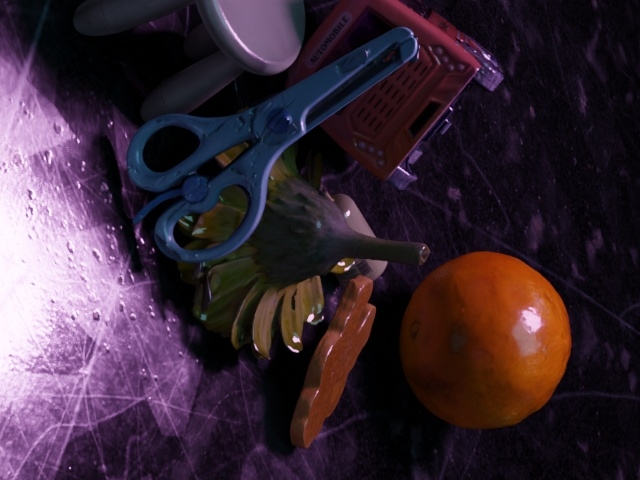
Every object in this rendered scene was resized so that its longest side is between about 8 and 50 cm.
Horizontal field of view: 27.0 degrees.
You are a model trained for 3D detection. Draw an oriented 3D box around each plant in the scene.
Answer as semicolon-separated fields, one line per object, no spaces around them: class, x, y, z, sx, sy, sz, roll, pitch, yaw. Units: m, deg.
plant;-0.046;0.012;1.617;0.261;0.297;0.306;-29;130;-13

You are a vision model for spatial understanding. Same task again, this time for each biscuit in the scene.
biscuit;0.015;0.164;1.757;0.236;0.040;0.144;-61;154;-27

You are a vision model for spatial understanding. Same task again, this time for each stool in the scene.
stool;-0.150;-0.268;1.582;0.195;0.198;0.195;56;37;-29

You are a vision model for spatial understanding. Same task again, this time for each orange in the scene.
orange;0.236;0.147;1.946;0.261;0.261;0.261;25;59;-50

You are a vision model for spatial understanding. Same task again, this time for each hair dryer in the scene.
hair dryer;-0.071;-0.158;1.798;0.195;0.050;0.173;-8;88;-60

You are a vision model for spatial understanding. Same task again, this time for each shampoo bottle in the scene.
shampoo bottle;0.025;-0.014;1.851;0.162;0.079;0.079;57;38;-26

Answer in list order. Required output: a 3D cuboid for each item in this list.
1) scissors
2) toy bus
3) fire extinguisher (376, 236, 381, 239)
scissors;-0.054;-0.124;1.530;0.180;0.393;0.032;58;7;0
toy bus;0.091;-0.225;1.779;0.233;0.203;0.427;39;12;-3
fire extinguisher;0.066;0.028;1.947;0.038;0.025;0.083;27;47;-2
